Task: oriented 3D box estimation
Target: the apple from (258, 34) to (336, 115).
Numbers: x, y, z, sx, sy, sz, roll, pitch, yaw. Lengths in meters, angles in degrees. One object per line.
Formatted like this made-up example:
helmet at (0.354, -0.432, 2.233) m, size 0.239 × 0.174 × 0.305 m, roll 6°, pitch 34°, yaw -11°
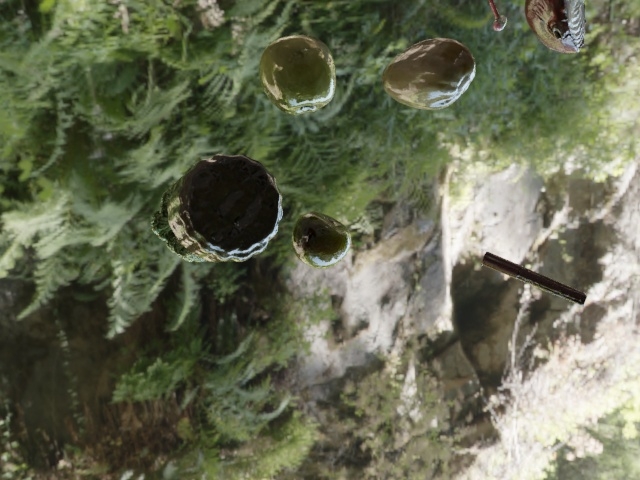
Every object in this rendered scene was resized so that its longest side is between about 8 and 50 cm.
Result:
apple at (-0.074, -0.529, 2.177) m, size 0.262 × 0.262 × 0.262 m, roll -4°, pitch -159°, yaw 2°

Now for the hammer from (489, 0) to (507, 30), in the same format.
hammer at (0.461, -0.594, 1.785) m, size 0.031 × 0.083 × 0.052 m, roll -10°, pitch -148°, yaw 36°

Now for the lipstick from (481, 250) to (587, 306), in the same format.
lipstick at (0.353, 0.063, 1.127) m, size 0.176 × 0.027 × 0.027 m, roll 24°, pitch -148°, yaw 24°

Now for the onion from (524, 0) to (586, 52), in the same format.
onion at (0.472, -0.461, 1.394) m, size 0.098 × 0.206 × 0.151 m, roll 7°, pitch -123°, yaw 36°

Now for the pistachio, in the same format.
pistachio at (0.194, -0.301, 1.248) m, size 0.185 × 0.126 × 0.108 m, roll -6°, pitch -171°, yaw 36°

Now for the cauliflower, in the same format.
cauliflower at (-0.426, -0.086, 2.306) m, size 0.275 × 0.250 × 0.272 m, roll 35°, pitch -119°, yaw 0°

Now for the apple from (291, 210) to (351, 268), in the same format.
apple at (0.000, 0.000, 2.134) m, size 0.196 × 0.157 × 0.196 m, roll 31°, pitch -163°, yaw -11°

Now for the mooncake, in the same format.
mooncake at (-0.238, -0.082, 1.758) m, size 0.290 × 0.290 × 0.161 m, roll -14°, pitch -179°, yaw -23°
